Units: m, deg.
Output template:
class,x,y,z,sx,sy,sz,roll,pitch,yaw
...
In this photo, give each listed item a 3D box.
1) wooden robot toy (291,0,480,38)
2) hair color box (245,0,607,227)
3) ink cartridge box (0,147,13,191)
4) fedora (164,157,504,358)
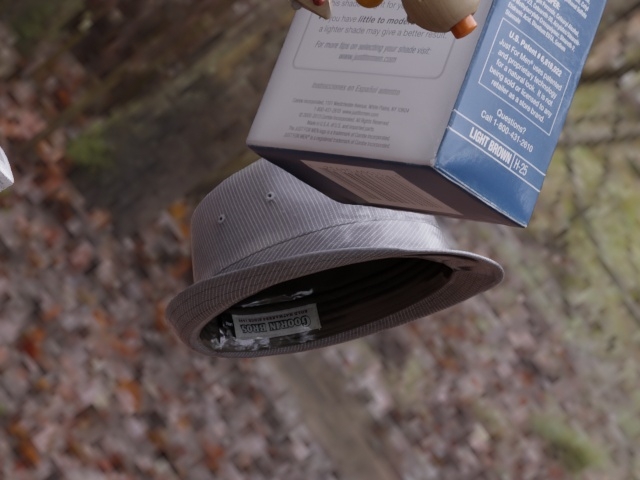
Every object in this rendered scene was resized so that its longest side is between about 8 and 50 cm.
class,x,y,z,sx,sy,sz,roll,pitch,yaw
wooden robot toy,0.056,-0.130,0.834,0.079,0.173,0.076,60,29,8
hair color box,0.098,-0.191,1.195,0.174,0.347,0.105,10,-15,46
ink cartridge box,-0.381,-0.044,1.471,0.056,0.224,0.181,63,6,34
fedora,0.000,0.000,1.494,0.243,0.275,0.124,11,62,-50
